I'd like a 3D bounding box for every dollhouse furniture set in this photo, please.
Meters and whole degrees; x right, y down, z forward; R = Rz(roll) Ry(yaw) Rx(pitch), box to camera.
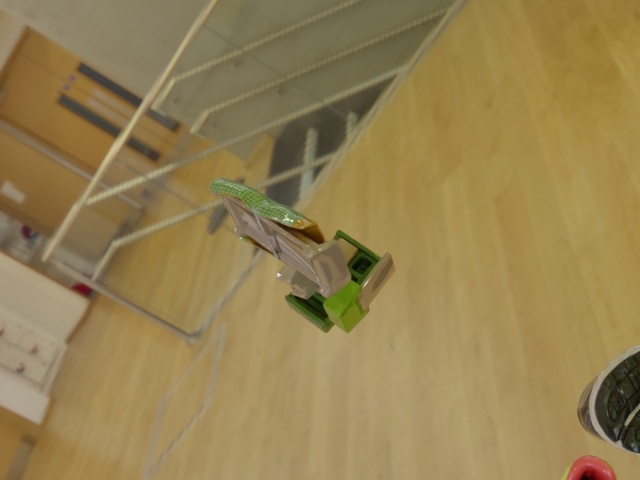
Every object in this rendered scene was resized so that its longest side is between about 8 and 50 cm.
[{"bbox_3d":[0.000,0.000,0.583,0.058,0.076,0.152,-50,-25,-14],"label":"dollhouse furniture set"}]

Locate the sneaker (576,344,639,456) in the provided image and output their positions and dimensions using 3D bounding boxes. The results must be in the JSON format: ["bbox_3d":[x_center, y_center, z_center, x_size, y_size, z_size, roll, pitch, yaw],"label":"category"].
[{"bbox_3d":[0.338,0.101,0.865,0.271,0.100,0.108,-18,-9,-9],"label":"sneaker"}]

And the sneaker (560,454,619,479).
[{"bbox_3d":[0.184,0.234,0.663,0.094,0.081,0.208,77,-174,-45],"label":"sneaker"}]
